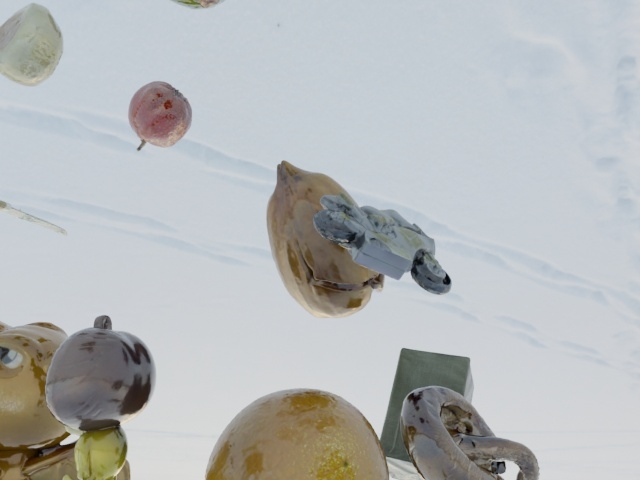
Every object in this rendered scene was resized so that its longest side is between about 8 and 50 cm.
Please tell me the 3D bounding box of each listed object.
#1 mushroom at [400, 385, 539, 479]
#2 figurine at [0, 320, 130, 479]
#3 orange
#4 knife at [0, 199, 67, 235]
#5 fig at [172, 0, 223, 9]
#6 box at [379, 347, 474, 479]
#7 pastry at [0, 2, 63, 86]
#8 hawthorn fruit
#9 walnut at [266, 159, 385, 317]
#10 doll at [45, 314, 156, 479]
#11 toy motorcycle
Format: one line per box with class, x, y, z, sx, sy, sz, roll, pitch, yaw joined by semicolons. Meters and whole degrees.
mushroom;0.159;0.231;0.529;0.171;0.135;0.080;28;118;0
figurine;-0.514;0.345;0.842;0.401;0.387;0.268;21;175;-41
orange;-0.036;0.351;0.706;0.274;0.274;0.274;2;153;1
knife;-0.545;-0.052;0.844;0.047;0.017;0.298;-5;165;13
fig;-0.321;-0.712;1.192;0.316;0.316;0.316;2;153;1
box;0.221;0.366;0.996;0.155;0.231;0.149;3;140;23
pastry;-0.554;-0.370;0.921;0.156;0.156;0.092;-13;159;27
hawthorn fruit;-0.559;-0.410;1.654;0.253;0.205;0.205;-45;135;14
walnut;0.000;0.000;0.926;0.209;0.209;0.336;-15;113;30
doll;-0.241;0.177;0.516;0.096;0.188;0.145;-6;142;14
toy motorcycle;0.096;-0.004;0.727;0.225;0.152;0.073;27;119;-7
